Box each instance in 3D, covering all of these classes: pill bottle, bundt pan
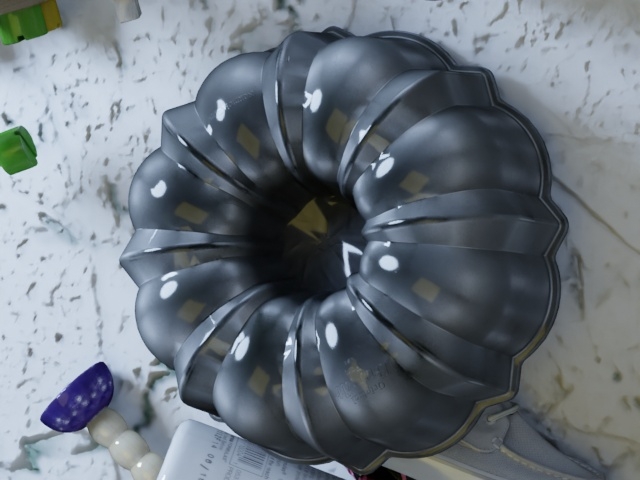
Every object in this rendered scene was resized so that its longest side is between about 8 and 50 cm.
[{"bbox_3d":[-0.022,0.234,1.478,0.229,0.131,0.131,22,114,-1],"label":"pill bottle"},{"bbox_3d":[0.000,0.000,1.387,0.330,0.124,0.331,-2,84,21],"label":"bundt pan"}]

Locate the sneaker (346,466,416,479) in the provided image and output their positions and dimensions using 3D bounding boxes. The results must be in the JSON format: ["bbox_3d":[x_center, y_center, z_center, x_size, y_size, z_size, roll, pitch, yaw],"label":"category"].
[{"bbox_3d":[0.032,0.164,1.517,0.119,0.057,0.047,29,117,14],"label":"sneaker"}]

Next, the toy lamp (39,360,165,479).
[{"bbox_3d":[-0.104,0.216,1.582,0.275,0.080,0.080,46,117,6],"label":"toy lamp"}]

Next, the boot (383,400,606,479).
[{"bbox_3d":[0.108,0.118,1.453,0.258,0.095,0.123,19,99,6],"label":"boot"}]

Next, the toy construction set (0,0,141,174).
[{"bbox_3d":[-0.231,-0.242,1.452,0.237,0.257,0.309,-18,75,9],"label":"toy construction set"}]
